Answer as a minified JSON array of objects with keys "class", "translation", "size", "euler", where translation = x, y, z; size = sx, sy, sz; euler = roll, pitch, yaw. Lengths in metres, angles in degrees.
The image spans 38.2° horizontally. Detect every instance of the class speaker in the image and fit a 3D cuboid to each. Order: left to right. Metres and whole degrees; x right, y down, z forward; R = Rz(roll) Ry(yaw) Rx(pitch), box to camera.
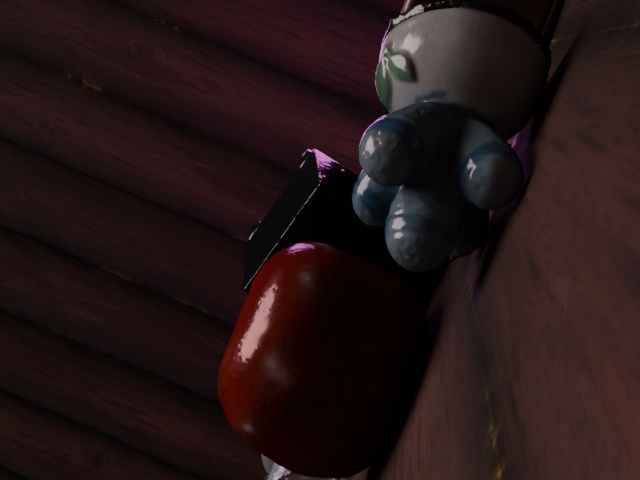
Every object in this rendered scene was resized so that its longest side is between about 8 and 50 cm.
[{"class":"speaker","translation":[0.000,0.000,1.590],"size":[0.232,0.184,0.254],"euler":[-54,14,15]}]

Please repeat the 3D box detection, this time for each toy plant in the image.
[{"class":"toy plant","translation":[0.152,-0.108,1.156],"size":[0.247,0.247,0.332],"euler":[109,178,-64]}]

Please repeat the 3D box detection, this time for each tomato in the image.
[{"class":"tomato","translation":[0.002,0.168,1.345],"size":[0.325,0.293,0.290],"euler":[-60,10,-30]}]

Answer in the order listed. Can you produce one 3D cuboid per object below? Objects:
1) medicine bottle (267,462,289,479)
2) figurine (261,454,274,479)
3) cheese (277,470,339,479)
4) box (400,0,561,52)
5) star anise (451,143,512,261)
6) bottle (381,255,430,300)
[{"class":"medicine bottle","translation":[-0.016,0.422,1.886],"size":[0.139,0.139,0.225],"euler":[109,-176,-61]},{"class":"figurine","translation":[-0.061,0.519,2.095],"size":[0.370,0.167,0.281],"euler":[-79,14,-62]},{"class":"cheese","translation":[-0.045,0.462,1.328],"size":[0.266,0.127,0.233],"euler":[-45,-25,-78]},{"class":"box","translation":[0.271,-0.400,1.550],"size":[0.239,0.229,0.339],"euler":[111,-177,-65]},{"class":"star anise","translation":[0.226,-0.074,1.338],"size":[0.141,0.144,0.158],"euler":[65,-151,-16]},{"class":"bottle","translation":[0.146,0.026,1.740],"size":[0.144,0.144,0.336],"euler":[111,-176,-49]}]
